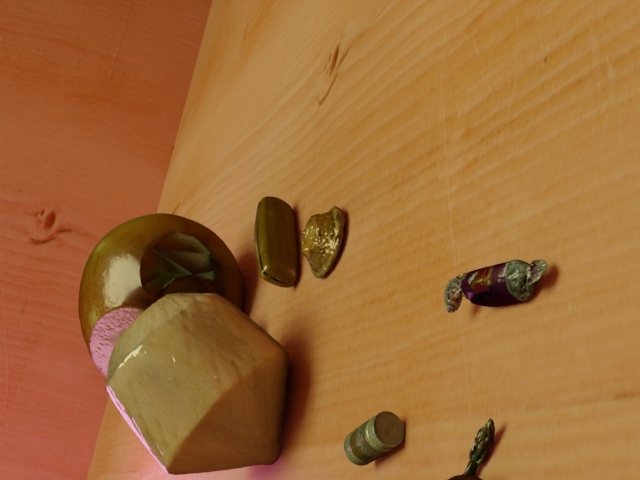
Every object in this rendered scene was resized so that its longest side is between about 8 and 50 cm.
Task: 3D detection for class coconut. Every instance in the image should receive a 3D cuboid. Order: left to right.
[{"bbox_3d":[-0.184,0.245,1.634,0.329,0.329,0.328,-162,90,-72],"label":"coconut"}]

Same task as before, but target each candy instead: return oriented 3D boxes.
[{"bbox_3d":[0.191,0.050,1.082,0.175,0.043,0.045,-21,51,63],"label":"candy"}]

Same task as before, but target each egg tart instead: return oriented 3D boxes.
[{"bbox_3d":[0.000,0.000,1.674,0.129,0.049,0.128,-164,90,-72],"label":"egg tart"}]

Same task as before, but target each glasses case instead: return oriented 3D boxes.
[{"bbox_3d":[-0.083,-0.002,1.869,0.064,0.079,0.234,-52,26,30],"label":"glasses case"}]

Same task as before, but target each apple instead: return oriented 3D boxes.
[{"bbox_3d":[-0.324,0.132,2.101,0.374,0.375,0.383,-34,72,62],"label":"apple"}]

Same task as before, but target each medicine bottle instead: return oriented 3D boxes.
[{"bbox_3d":[0.066,0.249,1.246,0.083,0.047,0.047,131,151,-52],"label":"medicine bottle"}]

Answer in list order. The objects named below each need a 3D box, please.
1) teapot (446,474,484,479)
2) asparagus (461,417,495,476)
[{"bbox_3d":[0.129,0.278,0.978,0.129,0.078,0.098,-47,35,49],"label":"teapot"},{"bbox_3d":[0.137,0.286,1.048,0.023,0.022,0.232,-33,-35,-72],"label":"asparagus"}]
